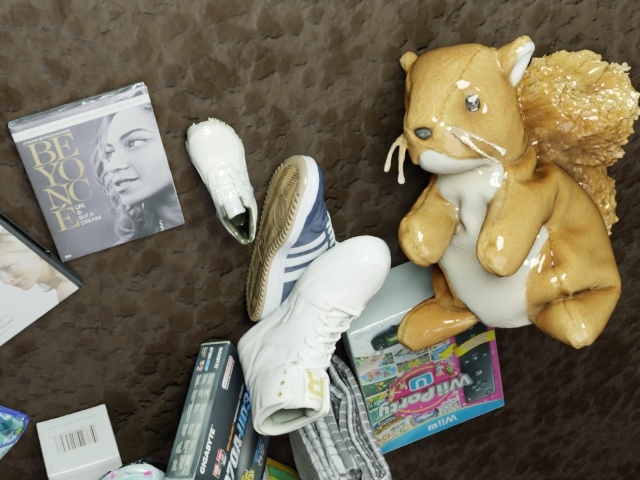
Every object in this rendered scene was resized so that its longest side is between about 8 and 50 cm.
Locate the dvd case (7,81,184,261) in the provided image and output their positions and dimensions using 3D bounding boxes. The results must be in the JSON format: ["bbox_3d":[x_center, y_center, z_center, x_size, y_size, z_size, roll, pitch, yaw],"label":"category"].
[{"bbox_3d":[-0.268,-0.079,1.390,0.164,0.018,0.221,-18,134,-9],"label":"dvd case"}]

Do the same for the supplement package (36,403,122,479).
[{"bbox_3d":[-0.341,0.346,1.665,0.105,0.105,0.179,-15,133,-15],"label":"supplement package"}]

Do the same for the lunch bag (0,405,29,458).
[{"bbox_3d":[-0.486,0.289,1.562,0.129,0.096,0.151,-45,161,17],"label":"lunch bag"}]

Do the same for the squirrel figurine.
[{"bbox_3d":[0.238,-0.100,1.460,0.397,0.281,0.370,-42,117,-37],"label":"squirrel figurine"}]

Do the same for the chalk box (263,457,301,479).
[{"bbox_3d":[-0.126,0.455,1.807,0.179,0.180,0.289,-43,133,15],"label":"chalk box"}]

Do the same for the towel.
[{"bbox_3d":[0.038,0.336,1.705,0.121,0.283,0.235,-18,135,-10],"label":"towel"}]

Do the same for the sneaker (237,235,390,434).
[{"bbox_3d":[0.004,0.138,1.475,0.108,0.169,0.292,20,128,-31],"label":"sneaker"}]

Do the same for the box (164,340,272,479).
[{"bbox_3d":[-0.136,0.283,1.631,0.051,0.220,0.175,-7,140,25],"label":"box"}]

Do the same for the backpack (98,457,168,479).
[{"bbox_3d":[-0.236,0.391,1.601,0.152,0.115,0.182,-35,129,2],"label":"backpack"}]

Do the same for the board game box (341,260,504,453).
[{"bbox_3d":[0.154,0.169,1.743,0.224,0.097,0.303,-21,135,-6],"label":"board game box"}]

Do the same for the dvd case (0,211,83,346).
[{"bbox_3d":[-0.442,0.038,1.410,0.180,0.022,0.253,-35,134,8],"label":"dvd case"}]

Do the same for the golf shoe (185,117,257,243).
[{"bbox_3d":[-0.113,-0.072,1.419,0.069,0.086,0.176,-24,133,-1],"label":"golf shoe"}]

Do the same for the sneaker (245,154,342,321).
[{"bbox_3d":[0.000,0.000,1.520,0.153,0.099,0.282,1,135,-19],"label":"sneaker"}]
